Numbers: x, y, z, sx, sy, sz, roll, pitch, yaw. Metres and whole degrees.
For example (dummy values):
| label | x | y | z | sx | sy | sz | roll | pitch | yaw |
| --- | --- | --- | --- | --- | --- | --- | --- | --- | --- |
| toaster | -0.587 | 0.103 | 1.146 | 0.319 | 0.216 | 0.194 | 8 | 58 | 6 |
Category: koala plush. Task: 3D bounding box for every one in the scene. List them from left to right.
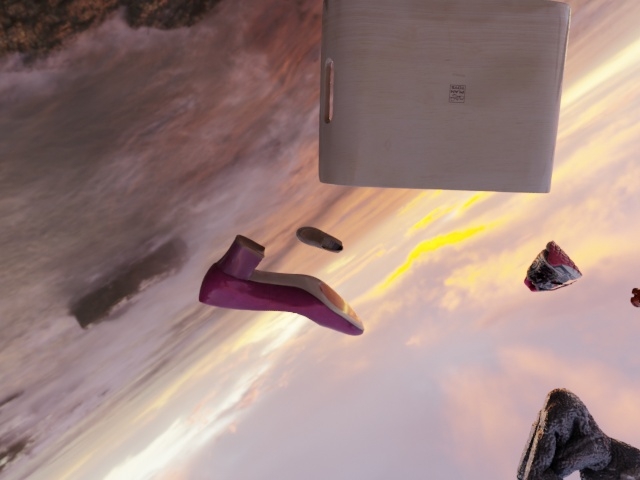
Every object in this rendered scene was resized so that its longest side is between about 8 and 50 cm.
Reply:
| label | x | y | z | sx | sy | sz | roll | pitch | yaw |
| --- | --- | --- | --- | --- | --- | --- | --- | --- | --- |
| koala plush | 0.497 | 0.398 | 0.906 | 0.203 | 0.221 | 0.196 | -68 | 159 | -7 |

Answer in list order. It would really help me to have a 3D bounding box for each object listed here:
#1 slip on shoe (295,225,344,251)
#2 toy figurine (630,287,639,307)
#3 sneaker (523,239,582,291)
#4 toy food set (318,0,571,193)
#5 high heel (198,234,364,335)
| label | x | y | z | sx | sy | sz | roll | pitch | yaw |
| --- | --- | --- | --- | --- | --- | --- | --- | --- | --- |
| slip on shoe | 0.000 | 0.000 | 1.351 | 0.052 | 0.135 | 0.041 | -65 | -169 | 3 |
| toy figurine | 0.894 | 0.167 | 1.213 | 0.213 | 0.210 | 0.148 | -21 | 179 | -22 |
| sneaker | 0.639 | 0.091 | 1.404 | 0.112 | 0.121 | 0.299 | -35 | 156 | 7 |
| toy food set | 0.151 | -0.174 | 0.620 | 0.305 | 0.220 | 0.092 | 1 | -170 | -6 |
| high heel | -0.087 | 0.154 | 1.167 | 0.181 | 0.377 | 0.127 | -54 | -174 | 14 |
